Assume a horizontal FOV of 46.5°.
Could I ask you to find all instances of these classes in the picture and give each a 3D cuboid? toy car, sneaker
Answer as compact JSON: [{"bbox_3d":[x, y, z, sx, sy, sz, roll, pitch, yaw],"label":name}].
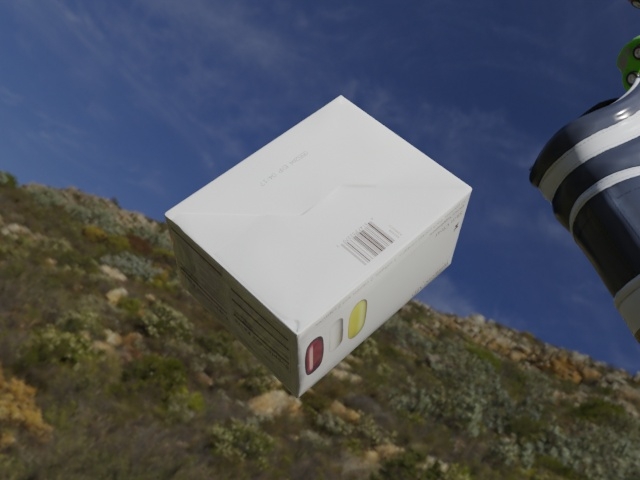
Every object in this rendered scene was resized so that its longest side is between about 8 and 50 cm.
[{"bbox_3d":[0.489,-0.329,1.117,0.053,0.239,0.225,36,-48,42],"label":"toy car"},{"bbox_3d":[0.244,-0.016,0.506,0.099,0.282,0.153,-44,-119,30],"label":"sneaker"}]

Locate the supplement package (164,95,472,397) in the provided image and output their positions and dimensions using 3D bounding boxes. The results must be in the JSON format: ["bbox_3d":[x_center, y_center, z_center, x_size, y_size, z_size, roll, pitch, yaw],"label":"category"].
[{"bbox_3d":[0.000,0.000,0.834,0.204,0.262,0.145,40,-27,24],"label":"supplement package"}]
